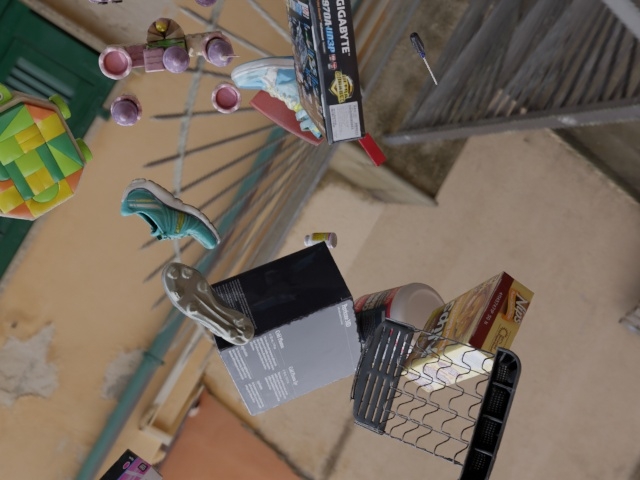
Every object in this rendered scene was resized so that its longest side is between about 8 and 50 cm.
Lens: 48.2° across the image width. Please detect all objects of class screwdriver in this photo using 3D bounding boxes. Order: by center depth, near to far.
[{"bbox_3d":[0.242,-0.412,1.642,0.170,0.024,0.025,49,-171,-45],"label":"screwdriver"}]

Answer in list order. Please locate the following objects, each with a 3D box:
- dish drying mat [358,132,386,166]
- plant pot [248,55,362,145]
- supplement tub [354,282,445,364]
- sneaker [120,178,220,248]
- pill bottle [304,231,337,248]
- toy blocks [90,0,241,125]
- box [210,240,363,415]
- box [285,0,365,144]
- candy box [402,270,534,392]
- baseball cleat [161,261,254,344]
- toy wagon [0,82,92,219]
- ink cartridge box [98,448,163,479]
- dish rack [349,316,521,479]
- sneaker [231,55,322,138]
[{"bbox_3d":[0.129,-0.225,1.774,0.083,0.032,0.008,53,169,-15],"label":"dish drying mat"},{"bbox_3d":[-0.020,-0.445,2.178,0.236,0.267,0.267,45,-161,-7],"label":"plant pot"},{"bbox_3d":[0.184,0.223,1.873,0.191,0.191,0.272,31,150,-27],"label":"supplement tub"},{"bbox_3d":[-0.372,-0.045,1.768,0.275,0.110,0.107,33,158,-31],"label":"sneaker"},{"bbox_3d":[0.000,0.000,1.912,0.083,0.044,0.043,0,165,23],"label":"pill bottle"},{"bbox_3d":[-0.321,-0.400,1.482,0.288,0.309,0.260,-9,-158,-8],"label":"toy blocks"},{"bbox_3d":[-0.079,0.215,1.689,0.343,0.312,0.179,78,169,-52],"label":"box"},{"bbox_3d":[0.001,-0.238,0.920,0.051,0.175,0.220,-11,-155,-6],"label":"box"},{"bbox_3d":[0.301,0.201,1.509,0.087,0.183,0.316,36,153,-4],"label":"candy box"},{"bbox_3d":[-0.207,0.113,1.229,0.206,0.072,0.109,48,156,-25],"label":"baseball cleat"},{"bbox_3d":[-0.637,-0.200,1.484,0.068,0.267,0.344,36,152,37],"label":"toy wagon"},{"bbox_3d":[-0.624,0.770,2.015,0.175,0.371,0.069,5,138,51],"label":"ink cartridge box"},{"bbox_3d":[0.169,0.240,1.126,0.271,0.208,0.074,16,176,31],"label":"dish rack"},{"bbox_3d":[-0.073,-0.363,1.844,0.318,0.208,0.127,-2,-177,10],"label":"sneaker"}]
